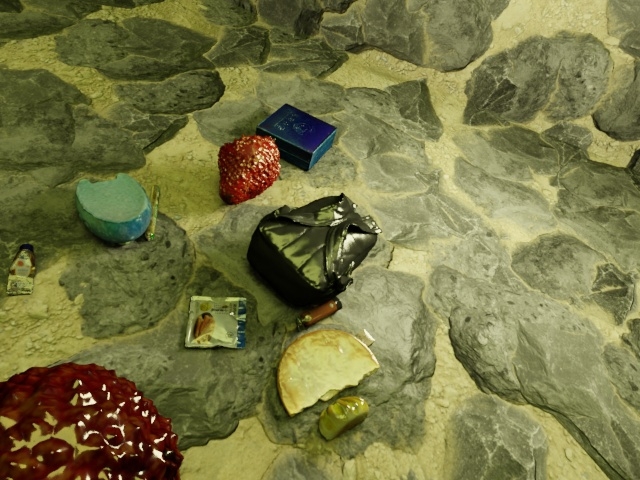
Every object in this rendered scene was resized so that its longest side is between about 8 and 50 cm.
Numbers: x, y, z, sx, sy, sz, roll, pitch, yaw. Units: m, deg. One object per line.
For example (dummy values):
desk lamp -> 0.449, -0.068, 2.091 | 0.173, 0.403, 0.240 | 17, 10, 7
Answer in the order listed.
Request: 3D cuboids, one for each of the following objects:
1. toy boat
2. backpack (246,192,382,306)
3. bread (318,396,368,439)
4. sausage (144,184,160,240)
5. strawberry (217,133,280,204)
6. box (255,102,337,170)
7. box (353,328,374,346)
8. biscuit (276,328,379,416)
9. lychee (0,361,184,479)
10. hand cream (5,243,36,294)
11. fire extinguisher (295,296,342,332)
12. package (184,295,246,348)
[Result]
toy boat -> -0.682, -0.099, 1.389 | 0.215, 0.123, 0.330 | -18, 47, -36
backpack -> 0.000, 0.000, 1.414 | 0.363, 0.254, 0.446 | 42, 48, 11
bread -> 0.064, 0.470, 1.131 | 0.157, 0.094, 0.083 | -23, 64, -23
sausage -> -0.584, -0.102, 1.454 | 0.033, 0.032, 0.269 | 2, 50, -16
strawberry -> -0.264, -0.257, 1.552 | 0.261, 0.261, 0.257 | -6, 71, -22
box -> -0.108, -0.471, 1.874 | 0.279, 0.116, 0.261 | 27, 48, 9
box -> 0.124, 0.322, 1.320 | 0.083, 0.024, 0.053 | -28, 64, -36
biscuit -> 0.003, 0.364, 1.227 | 0.309, 0.040, 0.204 | -20, 59, -24
lychee -> -0.502, 0.425, 0.759 | 0.500, 0.424, 0.424 | 28, 44, -22
hand cream -> -0.859, 0.082, 1.207 | 0.062, 0.039, 0.163 | 7, 49, -33
fire extinguisher -> -0.010, 0.237, 1.334 | 0.177, 0.050, 0.062 | -23, 58, -31
package -> -0.309, 0.242, 1.249 | 0.173, 0.027, 0.171 | 2, 50, -11
